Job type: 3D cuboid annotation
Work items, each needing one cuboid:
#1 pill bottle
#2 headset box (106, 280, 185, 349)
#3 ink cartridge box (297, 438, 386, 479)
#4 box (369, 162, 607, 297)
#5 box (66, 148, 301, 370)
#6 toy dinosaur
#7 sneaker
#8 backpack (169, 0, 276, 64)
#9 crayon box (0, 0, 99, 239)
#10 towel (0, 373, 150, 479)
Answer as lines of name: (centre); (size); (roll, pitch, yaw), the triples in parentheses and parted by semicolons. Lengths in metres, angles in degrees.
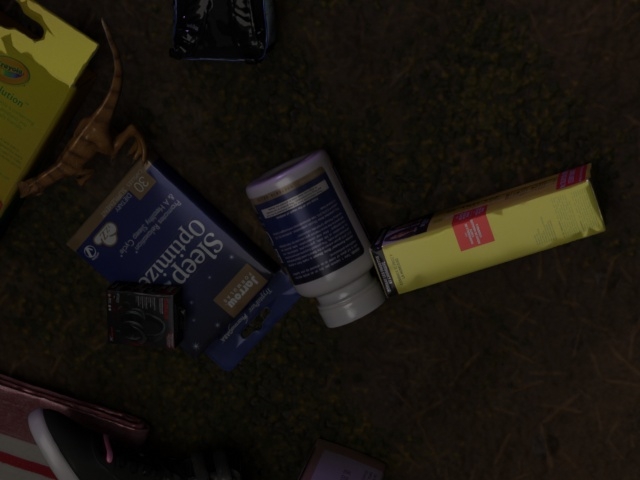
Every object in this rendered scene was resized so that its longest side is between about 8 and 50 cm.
pill bottle: (0.000, 0.000, 1.803); (0.094, 0.094, 0.169); (-24, 99, 16)
headset box: (-0.181, 0.079, 1.854); (0.083, 0.032, 0.062); (5, 109, 13)
ink cartridge box: (-0.010, 0.344, 1.825); (0.088, 0.234, 0.193); (19, 108, 5)
box: (0.170, -0.010, 1.773); (0.232, 0.087, 0.058); (-17, 101, 16)
box: (-0.143, 0.028, 1.869); (0.225, 0.036, 0.136); (42, 108, -4)
toy dinosaur: (-0.226, -0.113, 1.791); (0.064, 0.112, 0.211); (44, 107, 30)
sneaker: (-0.173, 0.246, 1.878); (0.147, 0.104, 0.296); (-39, 115, 9)
backpack: (-0.095, -0.242, 1.760); (0.105, 0.084, 0.114); (4, 111, 9)
crayon box: (-0.376, -0.134, 1.845); (0.202, 0.081, 0.318); (35, 109, 0)
towel: (-0.343, 0.313, 1.985); (0.237, 0.037, 0.329); (18, 109, 3)
